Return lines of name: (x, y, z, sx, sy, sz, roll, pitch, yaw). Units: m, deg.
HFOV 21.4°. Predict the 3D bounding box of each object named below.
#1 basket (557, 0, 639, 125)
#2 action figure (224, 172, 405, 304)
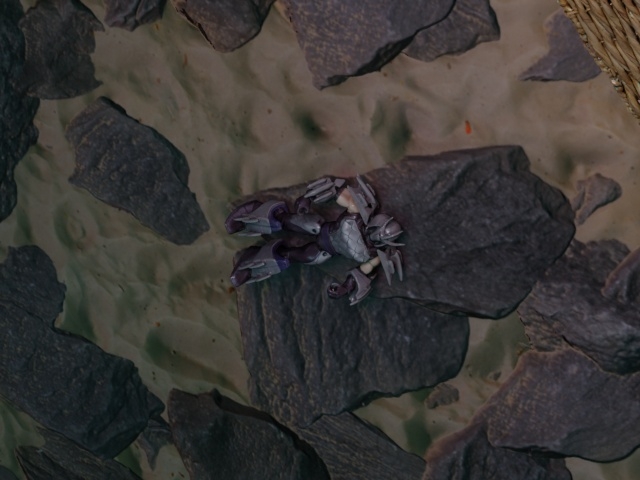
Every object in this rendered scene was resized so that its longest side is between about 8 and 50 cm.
basket: (0.412, -0.242, 1.703, 0.223, 0.213, 0.299, -8, 127, 50)
action figure: (0.000, 0.000, 2.323, 0.285, 0.099, 0.185, -4, 108, 39)
